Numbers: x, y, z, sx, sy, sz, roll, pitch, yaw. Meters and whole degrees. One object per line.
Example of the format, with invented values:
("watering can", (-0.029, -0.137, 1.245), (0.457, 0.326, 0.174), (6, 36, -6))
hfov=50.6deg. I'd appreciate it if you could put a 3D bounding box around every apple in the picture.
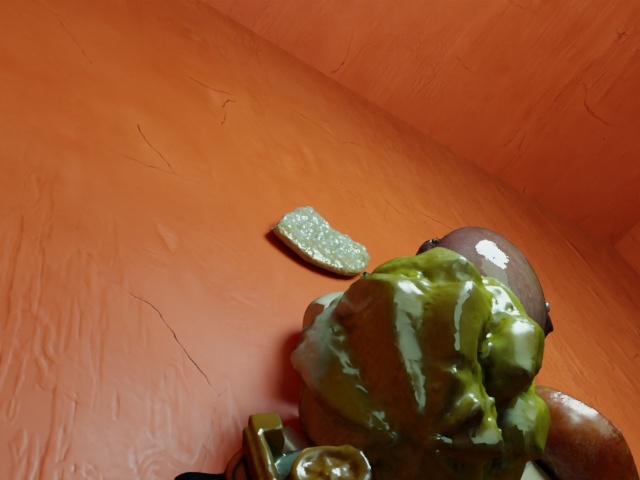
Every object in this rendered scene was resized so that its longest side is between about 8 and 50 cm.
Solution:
("apple", (0.248, 0.131, 1.159), (0.235, 0.305, 0.306), (45, 24, 21))

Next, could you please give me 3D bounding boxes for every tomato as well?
("tomato", (0.392, 0.357, 1.108), (0.095, 0.236, 0.237), (-35, 71, -28))

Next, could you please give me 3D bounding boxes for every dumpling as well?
("dumpling", (0.038, 0.156, 1.066), (0.229, 0.124, 0.151), (-17, 96, -71))

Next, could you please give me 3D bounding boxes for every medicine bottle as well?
("medicine bottle", (-0.027, 0.273, 0.825), (0.089, 0.052, 0.052), (42, 24, 10))

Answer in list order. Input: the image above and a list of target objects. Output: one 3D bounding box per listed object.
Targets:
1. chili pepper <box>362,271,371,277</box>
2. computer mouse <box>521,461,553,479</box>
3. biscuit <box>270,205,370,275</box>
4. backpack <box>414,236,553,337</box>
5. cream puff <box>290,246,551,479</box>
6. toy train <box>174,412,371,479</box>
("chili pepper", (0.122, 0.090, 1.409), (0.083, 0.022, 0.027), (33, -9, -10))
("computer mouse", (0.318, 0.408, 1.029), (0.236, 0.082, 0.145), (45, 24, 19))
("biscuit", (0.000, 0.000, 1.375), (0.266, 0.040, 0.188), (19, 30, -40))
("backpack", (0.332, 0.116, 1.434), (0.317, 0.197, 0.283), (47, 18, 21))
("cream puff", (0.149, 0.193, 0.861), (0.378, 0.378, 0.275), (31, -12, -16))
("toy train", (-0.043, 0.313, 0.553), (0.232, 0.163, 0.369), (-2, 24, -17))
